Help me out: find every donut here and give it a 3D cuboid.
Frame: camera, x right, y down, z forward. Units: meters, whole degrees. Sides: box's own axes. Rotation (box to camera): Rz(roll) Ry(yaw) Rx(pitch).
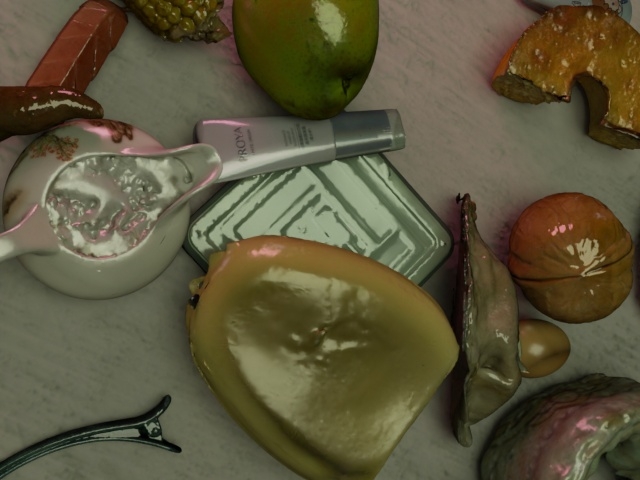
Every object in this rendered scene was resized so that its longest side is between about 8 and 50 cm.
[{"bbox_3d":[0.362,-0.232,1.299,0.259,0.101,0.152,24,80,-16],"label":"donut"}]

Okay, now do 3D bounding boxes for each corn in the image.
[{"bbox_3d":[-0.221,-0.349,1.096,0.322,0.119,0.119,46,75,-11],"label":"corn"}]

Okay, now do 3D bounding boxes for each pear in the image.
[{"bbox_3d":[-0.012,-0.249,1.119,0.188,0.187,0.219,-5,61,-19],"label":"pear"}]

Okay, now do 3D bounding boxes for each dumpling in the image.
[{"bbox_3d":[0.207,0.101,1.201,0.086,0.166,0.332,-1,88,-1],"label":"dumpling"}]

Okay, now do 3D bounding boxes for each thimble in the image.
[{"bbox_3d":[0.374,0.316,1.237,0.292,0.195,0.291,0,90,-19],"label":"thimble"}]

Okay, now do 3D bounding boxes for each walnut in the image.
[{"bbox_3d":[0.320,0.020,1.231,0.165,0.197,0.165,0,108,-1],"label":"walnut"}]

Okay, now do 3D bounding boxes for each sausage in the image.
[{"bbox_3d":[-0.277,-0.213,1.100,0.065,0.065,0.169,33,78,-15],"label":"sausage"}]

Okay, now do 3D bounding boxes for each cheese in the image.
[{"bbox_3d":[-0.009,0.121,1.099,0.316,0.128,0.259,38,80,-10],"label":"cheese"}]

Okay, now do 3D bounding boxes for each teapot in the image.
[{"bbox_3d":[-0.256,-0.030,1.064,0.298,0.139,0.204,-30,100,-18],"label":"teapot"}]

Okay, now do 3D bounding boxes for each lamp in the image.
[{"bbox_3d":[0.000,0.000,1.196,0.269,0.047,0.266,-45,100,-14],"label":"lamp"}]

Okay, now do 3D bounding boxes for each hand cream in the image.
[{"bbox_3d":[-0.024,-0.118,1.143,0.255,0.048,0.079,-8,71,-18],"label":"hand cream"}]

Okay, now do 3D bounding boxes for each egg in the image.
[{"bbox_3d":[0.288,0.143,1.272,0.097,0.080,0.080,-6,90,-15],"label":"egg"}]

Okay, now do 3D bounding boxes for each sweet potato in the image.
[{"bbox_3d":[-0.371,-0.134,1.038,0.274,0.067,0.067,-5,90,5],"label":"sweet potato"}]

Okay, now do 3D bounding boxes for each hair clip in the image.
[{"bbox_3d":[-0.280,0.237,1.105,0.230,0.039,0.070,-11,91,-14],"label":"hair clip"}]

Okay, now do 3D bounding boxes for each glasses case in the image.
[{"bbox_3d":[0.354,-0.336,1.328,0.179,0.045,0.067,18,83,-18],"label":"glasses case"}]
